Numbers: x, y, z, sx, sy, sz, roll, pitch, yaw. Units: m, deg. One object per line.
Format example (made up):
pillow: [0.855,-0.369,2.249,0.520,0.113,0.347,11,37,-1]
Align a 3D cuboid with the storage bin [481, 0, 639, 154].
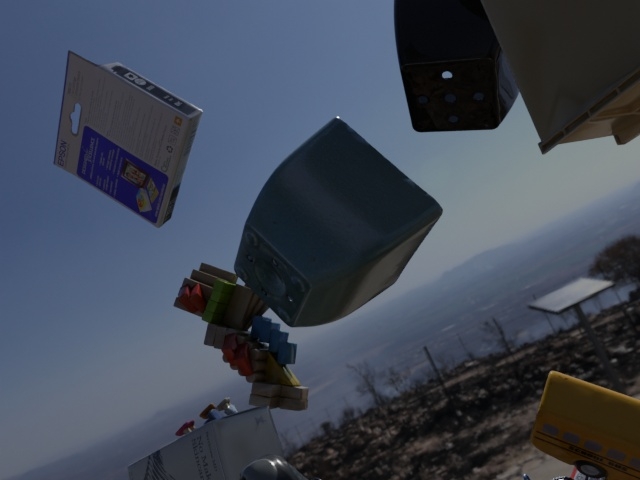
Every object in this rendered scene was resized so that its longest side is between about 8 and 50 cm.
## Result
storage bin: [0.272,-0.255,0.550,0.123,0.262,0.260,-11,-15,-20]

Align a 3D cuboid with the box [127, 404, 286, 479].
box: [-0.162,0.323,0.835,0.094,0.113,0.275,-3,-26,-42]

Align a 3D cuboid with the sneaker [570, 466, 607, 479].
sneaker: [0.531,0.389,1.108,0.270,0.090,0.145,-59,1,-31]

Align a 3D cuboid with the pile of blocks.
pile of blocks: [-0.148,0.171,1.147,0.149,0.362,0.112,-48,-21,5]

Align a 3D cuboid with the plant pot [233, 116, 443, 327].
plant pot: [0.000,0.000,1.014,0.252,0.247,0.248,-38,-17,-34]

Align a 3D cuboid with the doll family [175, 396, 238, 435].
doll family: [-0.159,0.388,1.185,0.118,0.163,0.263,-46,-13,-2]

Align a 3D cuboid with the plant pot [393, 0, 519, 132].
plant pot: [0.201,-0.264,0.899,0.188,0.167,0.187,3,-37,22]

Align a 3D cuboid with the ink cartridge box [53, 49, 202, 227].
ink cartridge box: [-0.298,-0.153,0.921,0.206,0.208,0.045,-63,-6,35]

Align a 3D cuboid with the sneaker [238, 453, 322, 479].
sneaker: [0.016,0.258,0.554,0.106,0.267,0.101,-38,40,-13]

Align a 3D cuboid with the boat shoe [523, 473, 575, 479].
boat shoe: [0.320,0.433,0.930,0.258,0.089,0.109,-23,21,-33]

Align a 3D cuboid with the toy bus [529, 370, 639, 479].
toy bus: [0.519,0.332,0.976,0.108,0.332,0.130,-55,-29,-36]
